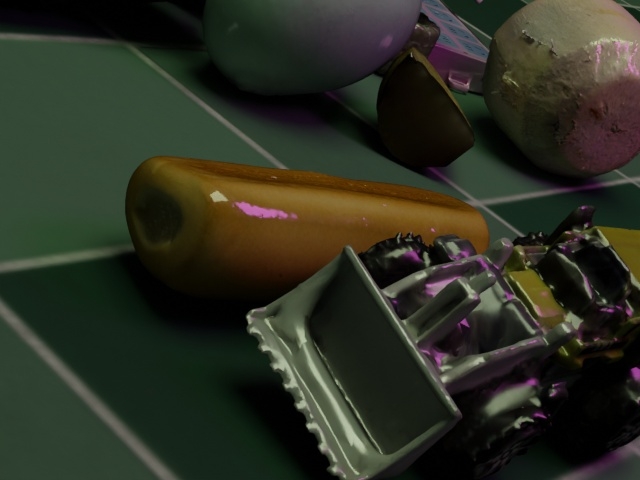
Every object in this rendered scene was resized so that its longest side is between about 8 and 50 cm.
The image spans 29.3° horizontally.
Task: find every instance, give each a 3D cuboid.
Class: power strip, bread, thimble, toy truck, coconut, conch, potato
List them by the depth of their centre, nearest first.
[{"bbox_3d":[0.102,0.046,0.659,0.286,0.111,0.136,-4,51,-44],"label":"toy truck"},{"bbox_3d":[0.000,0.000,0.716,0.239,0.074,0.092,5,12,-42],"label":"bread"},{"bbox_3d":[-0.002,-0.183,1.011,0.185,0.121,0.221,-8,7,42],"label":"conch"},{"bbox_3d":[0.083,-0.110,1.038,0.096,0.066,0.103,56,13,-5],"label":"potato"},{"bbox_3d":[0.232,-0.154,1.161,0.171,0.171,0.183,11,31,-31],"label":"coconut"},{"bbox_3d":[0.061,-0.209,1.217,0.110,0.062,0.084,40,25,27],"label":"thimble"},{"bbox_3d":[0.111,-0.241,1.363,0.109,0.037,0.279,13,27,-26],"label":"power strip"}]

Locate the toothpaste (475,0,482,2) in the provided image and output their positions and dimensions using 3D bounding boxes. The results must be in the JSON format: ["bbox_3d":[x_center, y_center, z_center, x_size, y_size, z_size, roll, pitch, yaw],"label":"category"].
[{"bbox_3d":[0.012,-0.299,1.235,0.323,0.066,0.100,15,-23,17],"label":"toothpaste"}]

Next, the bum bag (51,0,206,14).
[{"bbox_3d":[-0.201,-0.228,0.961,0.326,0.079,0.142,-3,32,-42],"label":"bum bag"}]
